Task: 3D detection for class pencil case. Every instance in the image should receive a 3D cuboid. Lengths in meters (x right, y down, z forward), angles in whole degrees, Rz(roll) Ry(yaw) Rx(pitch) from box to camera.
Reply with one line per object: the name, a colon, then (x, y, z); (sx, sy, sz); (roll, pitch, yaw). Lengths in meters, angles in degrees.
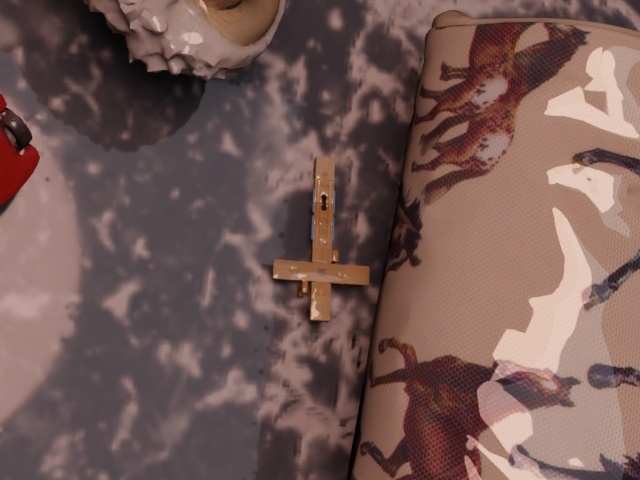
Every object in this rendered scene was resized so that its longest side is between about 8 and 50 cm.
pencil case: (0.104, 0.100, 0.656); (0.184, 0.160, 0.410); (11, 79, -1)

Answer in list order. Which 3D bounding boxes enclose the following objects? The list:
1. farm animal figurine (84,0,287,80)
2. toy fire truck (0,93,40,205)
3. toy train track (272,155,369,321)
farm animal figurine: (-0.116, -0.273, 0.643); (0.327, 0.172, 0.330); (32, 66, -24)
toy fire truck: (-0.208, -0.103, 0.615); (0.047, 0.135, 0.192); (-45, 136, -19)
toy train track: (0.000, 0.000, 0.714); (0.048, 0.014, 0.083); (5, 75, -10)
